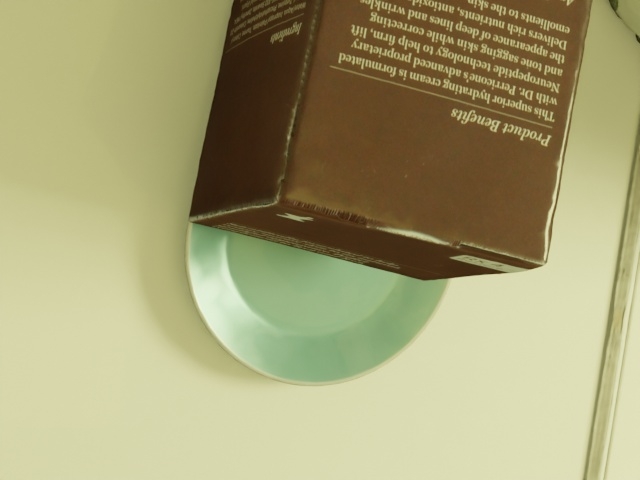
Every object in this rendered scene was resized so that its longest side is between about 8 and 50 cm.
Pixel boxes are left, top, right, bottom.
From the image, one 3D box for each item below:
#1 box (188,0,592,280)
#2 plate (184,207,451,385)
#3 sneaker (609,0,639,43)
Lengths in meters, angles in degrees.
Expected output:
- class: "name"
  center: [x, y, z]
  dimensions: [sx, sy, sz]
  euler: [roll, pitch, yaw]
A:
- class: "box"
  center: [0.041, -0.094, 1.131]
  dimensions: [0.168, 0.167, 0.203]
  euler: [15, 82, -20]
- class: "plate"
  center: [0.000, 0.000, 1.234]
  dimensions: [0.188, 0.024, 0.188]
  euler: [-4, 101, -20]
- class: "sneaker"
  center: [0.262, -0.312, 1.193]
  dimensions: [0.158, 0.182, 0.410]
  euler: [-16, 105, -18]
